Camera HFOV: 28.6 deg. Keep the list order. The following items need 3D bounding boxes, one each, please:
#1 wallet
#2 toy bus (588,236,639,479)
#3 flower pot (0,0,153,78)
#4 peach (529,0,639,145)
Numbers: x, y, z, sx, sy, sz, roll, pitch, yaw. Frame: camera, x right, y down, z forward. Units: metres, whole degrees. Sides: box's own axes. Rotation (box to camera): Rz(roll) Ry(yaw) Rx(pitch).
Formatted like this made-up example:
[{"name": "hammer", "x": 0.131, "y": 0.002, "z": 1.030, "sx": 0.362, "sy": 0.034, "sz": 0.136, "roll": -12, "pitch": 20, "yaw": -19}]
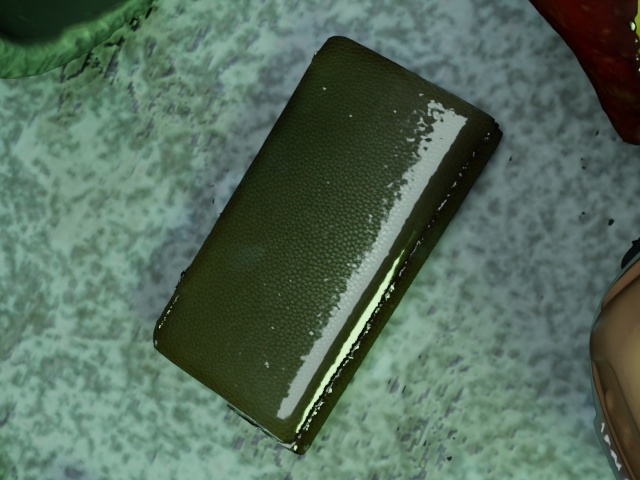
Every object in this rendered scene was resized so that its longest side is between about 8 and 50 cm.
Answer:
[{"name": "wallet", "x": 0.000, "y": 0.000, "z": 0.658, "sx": 0.110, "sy": 0.031, "sz": 0.198, "roll": 32, "pitch": 93, "yaw": 20}, {"name": "toy bus", "x": 0.237, "y": 0.031, "z": 0.476, "sx": 0.287, "sy": 0.232, "sz": 0.194, "roll": -28, "pitch": 72, "yaw": 15}, {"name": "flower pot", "x": -0.203, "y": -0.260, "z": 0.619, "sx": 0.283, "sy": 0.299, "sz": 0.299, "roll": 40, "pitch": 96, "yaw": 15}, {"name": "peach", "x": 0.160, "y": -0.233, "z": 0.546, "sx": 0.201, "sy": 0.257, "sz": 0.362, "roll": 37, "pitch": 116, "yaw": 42}]
